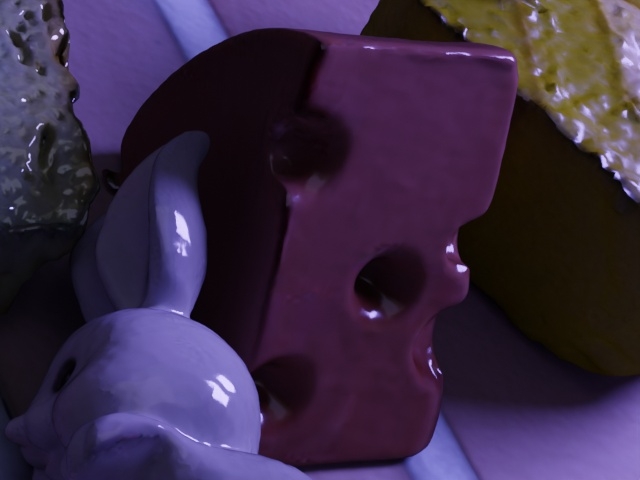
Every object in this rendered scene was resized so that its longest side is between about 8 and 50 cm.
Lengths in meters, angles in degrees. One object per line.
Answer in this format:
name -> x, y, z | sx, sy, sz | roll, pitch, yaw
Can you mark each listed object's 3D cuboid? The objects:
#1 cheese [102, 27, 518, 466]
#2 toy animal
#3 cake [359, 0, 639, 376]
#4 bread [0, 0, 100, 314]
cheese -> 0.004, -0.027, 0.853 | 0.128, 0.177, 0.203 | 2, 49, -31
toy animal -> -0.084, 0.055, 0.776 | 0.131, 0.103, 0.220 | -8, 50, -24
cake -> 0.144, -0.059, 0.998 | 0.260, 0.156, 0.179 | 46, 49, 12
bread -> -0.179, -0.071, 0.858 | 0.128, 0.088, 0.232 | -1, 55, -20
